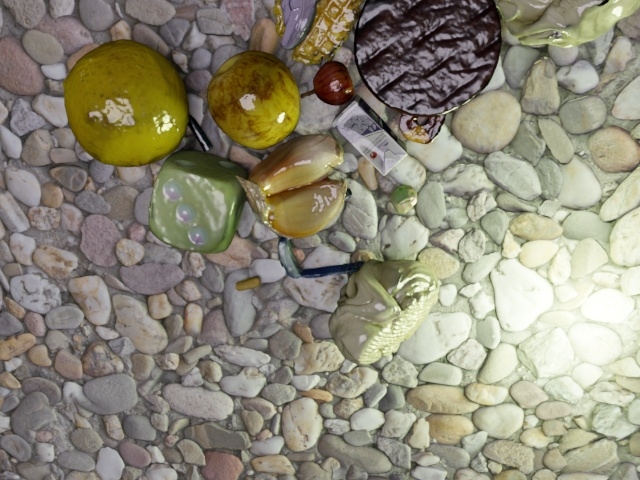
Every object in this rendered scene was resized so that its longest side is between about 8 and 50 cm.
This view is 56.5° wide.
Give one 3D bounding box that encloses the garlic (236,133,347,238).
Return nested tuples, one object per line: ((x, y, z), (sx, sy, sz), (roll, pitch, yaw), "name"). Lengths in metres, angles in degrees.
((-0.068, -0.167, 1.777), (0.313, 0.249, 0.286), (-28, 78, -10), "garlic")

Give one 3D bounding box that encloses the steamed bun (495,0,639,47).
((0.636, -0.622, 1.517), (0.394, 0.237, 0.346), (15, 82, 24), "steamed bun")

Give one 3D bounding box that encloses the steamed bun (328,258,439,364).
((0.172, 0.201, 1.864), (0.247, 0.339, 0.352), (45, 126, 27), "steamed bun")

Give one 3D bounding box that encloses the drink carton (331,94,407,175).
((0.147, -0.309, 1.747), (0.222, 0.134, 0.102), (44, 109, -11), "drink carton")

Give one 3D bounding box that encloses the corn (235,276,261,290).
((-0.245, 0.148, 2.020), (0.092, 0.037, 0.037), (-15, 109, 11), "corn")

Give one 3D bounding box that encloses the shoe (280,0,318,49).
((-0.071, -0.646, 1.608), (0.138, 0.095, 0.244), (26, 104, 2), "shoe")

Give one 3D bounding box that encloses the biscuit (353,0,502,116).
((0.293, -0.545, 1.641), (0.408, 0.091, 0.406), (1, 98, 5), "biscuit")

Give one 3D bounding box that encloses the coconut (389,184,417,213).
((0.257, -0.132, 1.834), (0.083, 0.082, 0.081), (21, 150, 40), "coconut")

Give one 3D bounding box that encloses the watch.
((-0.008, -0.010, 1.916), (0.275, 0.068, 0.276), (-9, 109, 10), "watch")

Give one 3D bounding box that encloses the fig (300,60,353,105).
((0.034, -0.437, 1.710), (0.128, 0.128, 0.150), (34, 91, -7), "fig")

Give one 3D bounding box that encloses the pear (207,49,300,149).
((-0.182, -0.394, 1.679), (0.281, 0.280, 0.280), (2, 111, 6), "pear")

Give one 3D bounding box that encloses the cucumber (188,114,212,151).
((-0.384, -0.340, 1.850), (0.032, 0.032, 0.133), (-27, 104, 16), "cucumber")

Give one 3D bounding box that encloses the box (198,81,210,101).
((-0.322, -0.436, 1.810), (0.083, 0.024, 0.053), (43, 110, -12), "box")

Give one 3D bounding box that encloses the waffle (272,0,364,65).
((-0.005, -0.642, 1.675), (0.263, 0.060, 0.280), (-7, 107, 11), "waffle")

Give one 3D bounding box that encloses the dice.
((-0.367, -0.118, 1.816), (0.250, 0.254, 0.251), (15, 110, -3), "dice")

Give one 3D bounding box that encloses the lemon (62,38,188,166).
((-0.551, -0.393, 1.691), (0.350, 0.350, 0.386), (-21, 76, 14), "lemon")

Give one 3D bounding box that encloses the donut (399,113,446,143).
((0.299, -0.356, 1.752), (0.141, 0.059, 0.140), (2, 112, 6), "donut")
